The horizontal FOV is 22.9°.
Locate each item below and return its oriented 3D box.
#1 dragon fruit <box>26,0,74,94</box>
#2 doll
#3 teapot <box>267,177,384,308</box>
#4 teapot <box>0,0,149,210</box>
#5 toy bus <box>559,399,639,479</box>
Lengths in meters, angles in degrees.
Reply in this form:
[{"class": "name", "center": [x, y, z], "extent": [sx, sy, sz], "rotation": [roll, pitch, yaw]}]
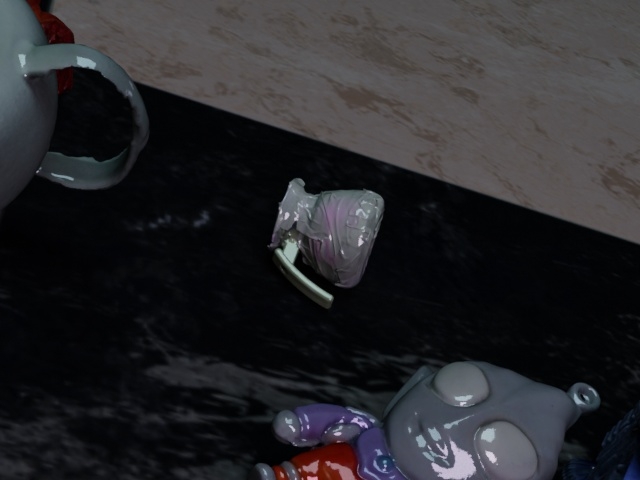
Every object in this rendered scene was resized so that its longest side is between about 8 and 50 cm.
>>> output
[{"class": "dragon fruit", "center": [-0.229, -0.128, 1.005], "extent": [0.106, 0.083, 0.162], "rotation": [27, 32, 13]}, {"class": "doll", "center": [0.065, 0.111, 0.833], "extent": [0.227, 0.075, 0.102], "rotation": [-12, 61, -33]}, {"class": "teapot", "center": [0.000, 0.000, 0.991], "extent": [0.064, 0.064, 0.083], "rotation": [19, 60, 5]}, {"class": "teapot", "center": [-0.236, -0.090, 0.845], "extent": [0.294, 0.129, 0.193], "rotation": [13, 47, -6]}, {"class": "toy bus", "center": [0.170, 0.159, 0.836], "extent": [0.094, 0.079, 0.236], "rotation": [44, 31, 3]}]
